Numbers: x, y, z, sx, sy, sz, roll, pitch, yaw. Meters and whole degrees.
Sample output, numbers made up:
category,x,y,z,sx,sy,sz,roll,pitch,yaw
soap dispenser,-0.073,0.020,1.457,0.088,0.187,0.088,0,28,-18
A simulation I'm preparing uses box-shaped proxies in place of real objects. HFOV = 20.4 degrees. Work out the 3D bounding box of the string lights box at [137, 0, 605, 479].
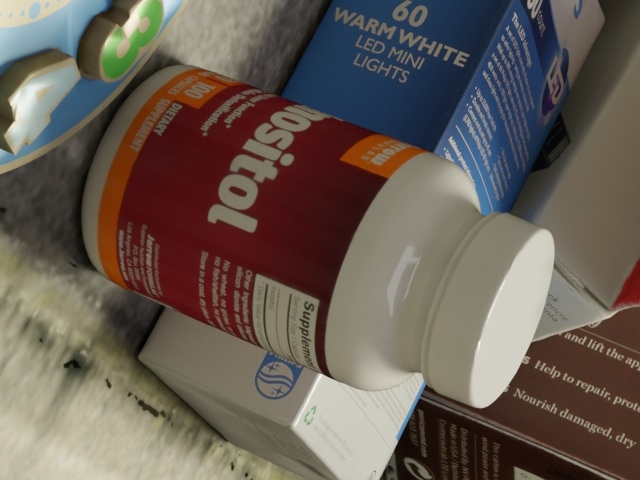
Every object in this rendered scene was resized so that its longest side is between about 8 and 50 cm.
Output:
category,x,y,z,sx,sy,sz,roll,pitch,yaw
string lights box,0.033,-0.029,0.768,0.260,0.076,0.133,-62,158,-14

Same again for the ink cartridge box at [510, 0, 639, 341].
category,x,y,z,sx,sy,sz,roll,pitch,yaw
ink cartridge box,0.184,-0.087,0.875,0.296,0.066,0.261,-57,-163,-27

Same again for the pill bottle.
category,x,y,z,sx,sy,sz,roll,pitch,yaw
pill bottle,0.000,0.000,0.618,0.086,0.152,0.086,-49,151,-40

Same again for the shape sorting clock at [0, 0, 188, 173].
category,x,y,z,sx,sy,sz,roll,pitch,yaw
shape sorting clock,-0.075,-0.111,0.494,0.206,0.040,0.206,-48,150,-40

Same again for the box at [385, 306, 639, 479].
category,x,y,z,sx,sy,sz,roll,pitch,yaw
box,0.156,0.083,1.029,0.203,0.167,0.168,-54,153,-31
